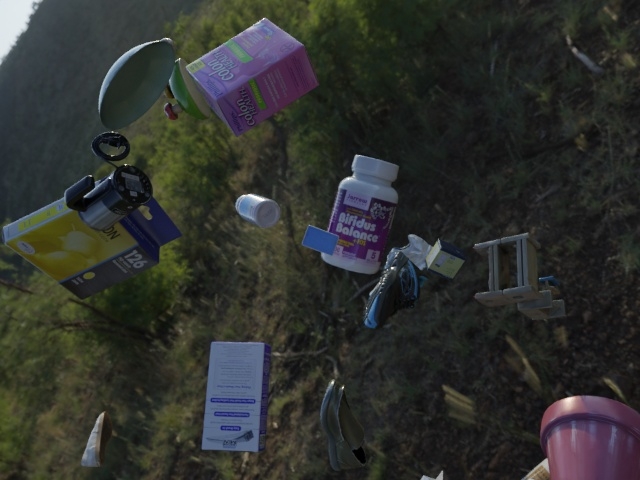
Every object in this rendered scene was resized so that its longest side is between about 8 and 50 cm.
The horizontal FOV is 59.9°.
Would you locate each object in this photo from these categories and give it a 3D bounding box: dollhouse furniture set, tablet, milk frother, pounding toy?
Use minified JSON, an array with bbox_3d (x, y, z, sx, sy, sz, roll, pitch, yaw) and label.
[{"bbox_3d":[0.437,0.089,1.227,0.129,0.184,0.129,-15,58,40],"label":"dollhouse furniture set"},{"bbox_3d":[0.000,0.000,1.393,0.006,0.083,0.054,-52,-18,-83],"label":"tablet"},{"bbox_3d":[-0.411,-0.114,1.075,0.135,0.129,0.143,-26,49,33],"label":"milk frother"},{"bbox_3d":[-0.421,-0.440,1.603,0.110,0.237,0.183,-23,38,6],"label":"pounding toy"}]

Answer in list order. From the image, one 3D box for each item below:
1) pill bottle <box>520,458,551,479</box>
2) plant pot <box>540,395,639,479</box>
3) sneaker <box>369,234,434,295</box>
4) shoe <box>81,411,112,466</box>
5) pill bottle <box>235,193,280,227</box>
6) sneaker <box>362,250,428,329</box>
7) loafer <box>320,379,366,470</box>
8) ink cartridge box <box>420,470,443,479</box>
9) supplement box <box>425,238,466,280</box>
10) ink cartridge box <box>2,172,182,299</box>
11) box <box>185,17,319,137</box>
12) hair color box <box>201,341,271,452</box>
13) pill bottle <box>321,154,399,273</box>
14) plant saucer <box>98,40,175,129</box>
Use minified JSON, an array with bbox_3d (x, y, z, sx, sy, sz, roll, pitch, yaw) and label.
[{"bbox_3d":[0.472,0.611,1.240,0.229,0.131,0.131,-43,22,3],"label":"pill bottle"},{"bbox_3d":[0.514,0.425,1.042,0.201,0.201,0.180,-38,8,40],"label":"plant pot"},{"bbox_3d":[0.279,0.099,2.014,0.297,0.129,0.111,-47,5,11],"label":"sneaker"},{"bbox_3d":[-0.705,0.624,1.754,0.058,0.076,0.219,-16,26,-5],"label":"shoe"},{"bbox_3d":[-0.193,-0.093,1.672,0.160,0.087,0.087,23,80,55],"label":"pill bottle"},{"bbox_3d":[0.235,0.159,1.678,0.125,0.140,0.341,-58,-4,41],"label":"sneaker"},{"bbox_3d":[0.060,0.419,1.260,0.087,0.251,0.094,0,30,17],"label":"loafer"},{"bbox_3d":[0.290,0.727,1.527,0.180,0.060,0.104,-71,-2,-53],"label":"ink cartridge box"},{"bbox_3d":[0.359,0.056,1.601,0.056,0.083,0.083,-83,19,-62],"label":"supplement box"},{"bbox_3d":[-0.525,-0.003,1.344,0.307,0.303,0.072,-25,56,-2],"label":"ink cartridge box"},{"bbox_3d":[-0.168,-0.401,1.354,0.243,0.117,0.213,-34,48,-6],"label":"box"},{"bbox_3d":[-0.269,0.507,1.814,0.110,0.185,0.338,67,-156,-70],"label":"hair color box"},{"bbox_3d":[0.116,-0.073,1.520,0.169,0.169,0.301,-149,72,-69],"label":"pill bottle"},{"bbox_3d":[-0.345,-0.292,1.019,0.195,0.037,0.195,-51,-2,-3],"label":"plant saucer"}]
